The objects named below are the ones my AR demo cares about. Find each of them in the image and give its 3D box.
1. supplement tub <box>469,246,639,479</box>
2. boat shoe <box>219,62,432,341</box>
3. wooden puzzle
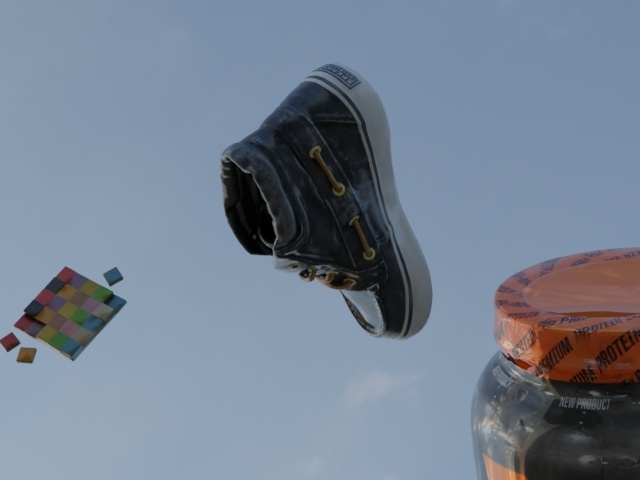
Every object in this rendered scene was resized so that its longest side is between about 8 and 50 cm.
[{"bbox_3d":[0.206,0.187,0.979,0.207,0.207,0.338,-8,-75,-3],"label":"supplement tub"},{"bbox_3d":[0.000,0.000,0.795,0.083,0.065,0.183,-38,-46,-23],"label":"boat shoe"},{"bbox_3d":[-0.150,0.044,0.909,0.083,0.049,0.006,-50,-30,-26],"label":"wooden puzzle"}]
